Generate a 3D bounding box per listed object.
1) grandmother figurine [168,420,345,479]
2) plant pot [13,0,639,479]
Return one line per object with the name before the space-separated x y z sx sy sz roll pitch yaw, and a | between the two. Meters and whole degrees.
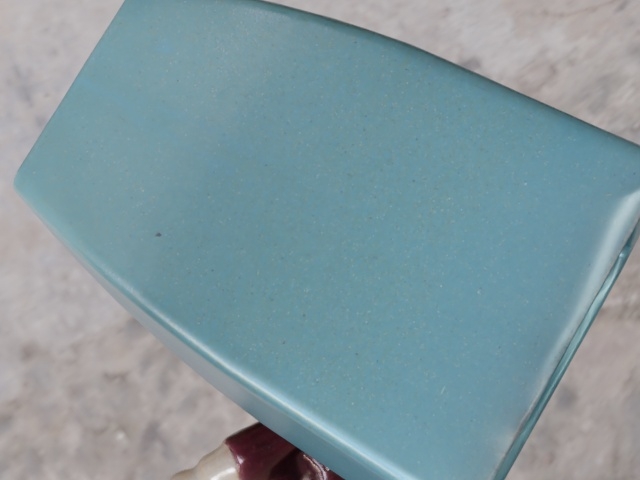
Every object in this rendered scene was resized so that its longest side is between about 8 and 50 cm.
grandmother figurine | -0.007 0.164 1.190 0.342 0.208 0.104 -52 50 17
plant pot | 0.000 0.000 0.825 0.234 0.166 0.165 29 81 9
